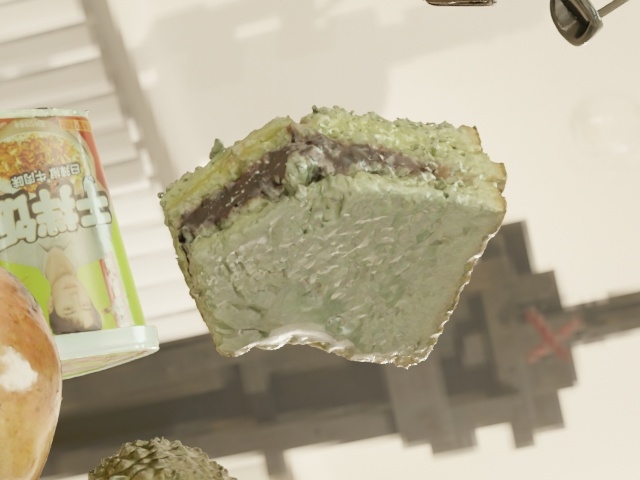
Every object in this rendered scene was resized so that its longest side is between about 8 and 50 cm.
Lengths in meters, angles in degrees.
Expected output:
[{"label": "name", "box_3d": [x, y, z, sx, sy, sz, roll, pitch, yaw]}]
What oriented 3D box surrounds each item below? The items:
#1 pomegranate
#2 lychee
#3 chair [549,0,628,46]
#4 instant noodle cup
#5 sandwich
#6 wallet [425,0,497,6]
[{"label": "pomegranate", "box_3d": [-0.381, 0.152, 1.620, 0.322, 0.322, 0.322, -12, 90, -80]}, {"label": "lychee", "box_3d": [-0.179, 0.346, 1.936, 0.255, 0.255, 0.274, 59, 11, -62]}, {"label": "chair", "box_3d": [0.362, -0.339, 2.143, 0.095, 0.221, 0.104, 43, 6, -44]}, {"label": "instant noodle cup", "box_3d": [-0.364, 0.012, 2.149, 0.294, 0.294, 0.308, 24, 54, -78]}, {"label": "sandwich", "box_3d": [0.000, 0.000, 1.788, 0.131, 0.325, 0.262, -108, -146, -41]}, {"label": "wallet", "box_3d": [0.200, -0.433, 2.341, 0.031, 0.137, 0.255, 19, 82, -50]}]
